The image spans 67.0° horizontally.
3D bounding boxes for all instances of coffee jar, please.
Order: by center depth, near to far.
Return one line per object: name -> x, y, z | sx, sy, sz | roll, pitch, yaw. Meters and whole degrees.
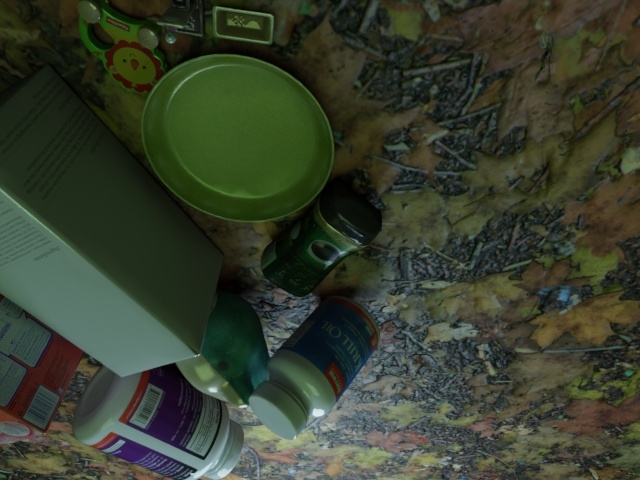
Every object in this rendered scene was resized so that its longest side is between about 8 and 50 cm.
coffee jar -> 0.000, 0.000, 0.700 | 0.096, 0.079, 0.184 | 33, 127, -22

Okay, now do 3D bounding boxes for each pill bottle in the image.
pill bottle -> -0.008, 0.200, 0.772 | 0.124, 0.221, 0.124 | 24, 137, 25
pill bottle -> -0.316, 0.373, 0.990 | 0.181, 0.182, 0.323 | -31, 124, 27

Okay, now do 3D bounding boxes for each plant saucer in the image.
plant saucer -> -0.102, -0.125, 0.617 | 0.240, 0.037, 0.241 | 1, 134, 2

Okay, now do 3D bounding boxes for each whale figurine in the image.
whale figurine -> -0.136, 0.195, 0.825 | 0.141, 0.216, 0.272 | -41, 119, -4

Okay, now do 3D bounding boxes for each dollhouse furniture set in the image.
dollhouse furniture set -> -0.105, -0.233, 0.487 | 0.114, 0.081, 0.091 | 7, 133, -4

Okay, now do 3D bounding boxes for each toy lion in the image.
toy lion -> -0.220, -0.215, 0.547 | 0.100, 0.034, 0.096 | 21, 138, -16

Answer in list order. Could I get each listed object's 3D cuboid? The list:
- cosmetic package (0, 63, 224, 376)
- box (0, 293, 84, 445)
cosmetic package -> -0.302, -0.006, 0.632 | 0.155, 0.197, 0.366 | -19, 128, 19
box -> -0.419, 0.107, 0.667 | 0.142, 0.300, 0.154 | -19, 130, 19
